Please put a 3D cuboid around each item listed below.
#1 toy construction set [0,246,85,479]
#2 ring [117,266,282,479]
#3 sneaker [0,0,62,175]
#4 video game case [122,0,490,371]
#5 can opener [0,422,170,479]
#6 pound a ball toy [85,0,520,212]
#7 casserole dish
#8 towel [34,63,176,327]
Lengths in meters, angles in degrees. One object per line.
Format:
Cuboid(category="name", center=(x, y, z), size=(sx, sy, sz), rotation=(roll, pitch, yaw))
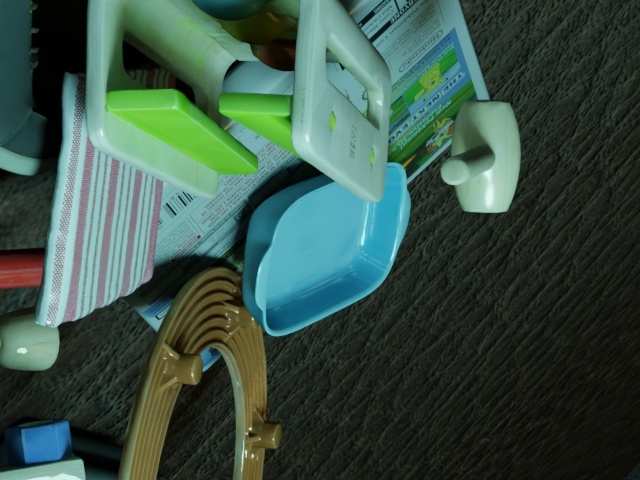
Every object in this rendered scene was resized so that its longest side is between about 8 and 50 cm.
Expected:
Cuboid(category="toy construction set", center=(-0.282, 0.144, 1.130), size=(0.237, 0.257, 0.309), rotation=(-3, 114, -41))
Cuboid(category="ring", center=(-0.082, 0.187, 1.375), size=(0.336, 0.032, 0.336), rotation=(6, 90, -75))
Cuboid(category="sneaker", center=(-0.171, -0.111, 1.007), size=(0.118, 0.083, 0.222), rotation=(-52, 159, 6))
Cuboid(category="video game case", center=(-0.018, -0.061, 1.406), size=(0.329, 0.036, 0.300), rotation=(-43, 157, -5))
Cuboid(category="can opener", center=(-0.187, 0.217, 1.545), size=(0.095, 0.076, 0.283), rotation=(-47, 156, 5))
Cuboid(category="pound a ball toy", center=(0.005, -0.099, 1.132), size=(0.319, 0.208, 0.135), rotation=(24, 68, -78))
Cuboid(category="casserole dish", center=(0.000, 0.000, 1.402), size=(0.188, 0.037, 0.114), rotation=(-24, 129, -49))
Cuboid(category="towel", center=(-0.129, -0.032, 1.118), size=(0.197, 0.029, 0.144), rotation=(-32, 130, -77))
